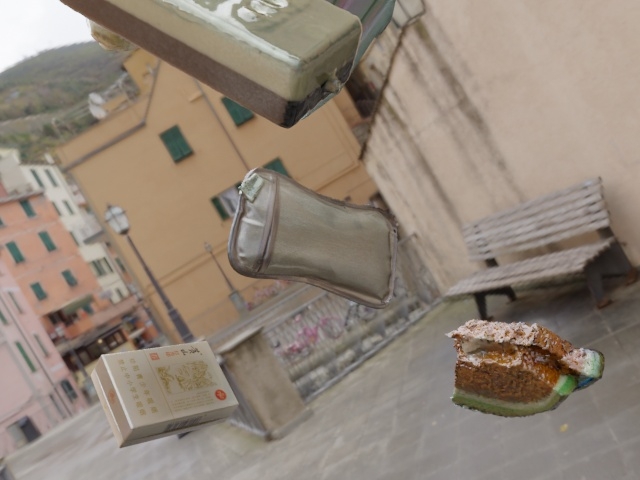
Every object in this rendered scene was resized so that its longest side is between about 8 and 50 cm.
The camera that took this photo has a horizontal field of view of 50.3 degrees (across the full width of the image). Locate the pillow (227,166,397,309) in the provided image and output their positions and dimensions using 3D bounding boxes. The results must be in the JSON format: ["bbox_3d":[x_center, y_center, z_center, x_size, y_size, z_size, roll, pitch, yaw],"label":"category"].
[{"bbox_3d":[0.000,0.000,0.807,0.233,0.130,0.038,17,-18,-29],"label":"pillow"}]

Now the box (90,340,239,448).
[{"bbox_3d":[-0.248,0.241,1.098,0.201,0.141,0.058,-3,-41,-46],"label":"box"}]

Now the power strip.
[{"bbox_3d":[-0.089,-0.188,0.557,0.105,0.257,0.070,-49,-15,-39],"label":"power strip"}]

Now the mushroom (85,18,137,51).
[{"bbox_3d":[-0.279,-0.292,0.930,0.083,0.083,0.067,-31,-15,-42],"label":"mushroom"}]

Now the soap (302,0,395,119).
[{"bbox_3d":[-0.008,-0.279,0.839,0.230,0.145,0.091,-48,35,29],"label":"soap"}]

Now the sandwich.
[{"bbox_3d":[0.275,0.186,0.956,0.235,0.159,0.079,-3,47,36],"label":"sandwich"}]
